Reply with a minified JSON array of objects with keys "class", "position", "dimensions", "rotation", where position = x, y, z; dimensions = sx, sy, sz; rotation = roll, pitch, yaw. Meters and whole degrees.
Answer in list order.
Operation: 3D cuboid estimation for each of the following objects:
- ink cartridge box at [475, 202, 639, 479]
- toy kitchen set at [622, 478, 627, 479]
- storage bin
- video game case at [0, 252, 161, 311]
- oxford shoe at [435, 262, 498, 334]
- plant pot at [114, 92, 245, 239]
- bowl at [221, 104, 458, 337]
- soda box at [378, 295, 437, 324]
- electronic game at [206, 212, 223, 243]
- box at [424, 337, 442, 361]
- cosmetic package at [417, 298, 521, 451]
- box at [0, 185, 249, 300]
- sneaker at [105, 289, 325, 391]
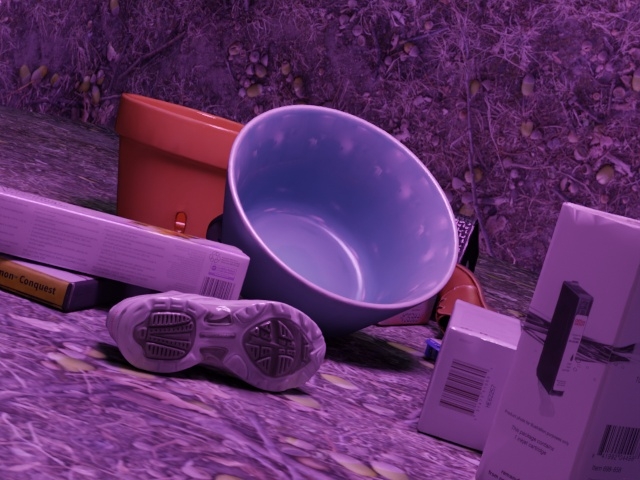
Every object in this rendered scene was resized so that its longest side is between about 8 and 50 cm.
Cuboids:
[{"class":"ink cartridge box","position":[0.280,0.118,1.246],"dimensions":[0.197,0.273,0.114],"rotation":[12,8,-40]},{"class":"toy kitchen set","position":[0.237,0.231,1.081],"dimensions":[0.083,0.068,0.075],"rotation":[20,7,27]},{"class":"storage bin","position":[0.193,0.036,2.177],"dimensions":[0.084,0.122,0.180],"rotation":[18,-20,15]},{"class":"video game case","position":[-0.336,0.017,1.576],"dimensions":[0.248,0.035,0.275],"rotation":[18,7,14]},{"class":"oxford shoe","position":[0.194,0.095,1.968],"dimensions":[0.076,0.076,0.212],"rotation":[-4,32,-19]},{"class":"plant pot","position":[-0.196,-0.093,2.142],"dimensions":[0.291,0.203,0.291],"rotation":[16,6,-2]},{"class":"bowl","position":[0.000,0.000,1.715],"dimensions":[0.311,0.163,0.311],"rotation":[17,46,-18]},{"class":"soda box","position":[0.110,0.087,2.016],"dimensions":[0.058,0.063,0.183],"rotation":[20,7,26]},{"class":"electronic game","position":[-0.049,0.011,1.936],"dimensions":[0.229,0.048,0.229],"rotation":[9,-24,4]},{"class":"box","position":[0.201,0.160,1.802],"dimensions":[0.136,0.028,0.081],"rotation":[11,8,-27]},{"class":"cosmetic package","position":[0.163,0.140,1.467],"dimensions":[0.085,0.117,0.231],"rotation":[18,8,7]},{"class":"box","position":[-0.238,0.004,1.494],"dimensions":[0.324,0.067,0.063],"rotation":[14,6,-21]},{"class":"sneaker","position":[-0.105,0.087,1.358],"dimensions":[0.232,0.090,0.115],"rotation":[14,3,-29]}]
